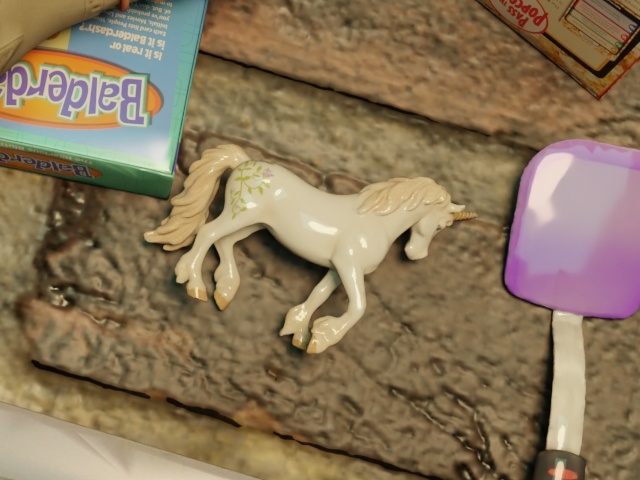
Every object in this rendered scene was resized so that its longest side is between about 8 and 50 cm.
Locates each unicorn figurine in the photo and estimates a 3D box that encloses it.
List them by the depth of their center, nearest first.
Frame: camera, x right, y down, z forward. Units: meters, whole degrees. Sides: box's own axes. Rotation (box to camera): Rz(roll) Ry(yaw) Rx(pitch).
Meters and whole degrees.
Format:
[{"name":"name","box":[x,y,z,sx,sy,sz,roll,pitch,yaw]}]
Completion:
[{"name":"unicorn figurine","box":[0.000,0.000,0.708,0.162,0.060,0.111,27,86,-13]}]

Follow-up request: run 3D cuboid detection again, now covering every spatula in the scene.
[{"name":"spatula","box":[0.128,0.090,0.724,0.084,0.030,0.296,12,75,-5]}]

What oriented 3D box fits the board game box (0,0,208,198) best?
[{"name":"board game box","box":[-0.138,-0.141,0.729,0.160,0.047,0.210,12,74,-7]}]

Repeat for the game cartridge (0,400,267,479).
[{"name":"game cartridge","box":[-0.112,0.208,0.642,0.355,0.068,0.230,18,78,-5]}]

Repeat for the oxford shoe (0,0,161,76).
[{"name":"oxford shoe","box":[-0.086,-0.168,0.651,0.146,0.140,0.397,37,75,-7]}]

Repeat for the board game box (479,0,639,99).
[{"name":"board game box","box":[0.133,-0.164,0.704,0.147,0.193,0.045,39,73,1]}]
